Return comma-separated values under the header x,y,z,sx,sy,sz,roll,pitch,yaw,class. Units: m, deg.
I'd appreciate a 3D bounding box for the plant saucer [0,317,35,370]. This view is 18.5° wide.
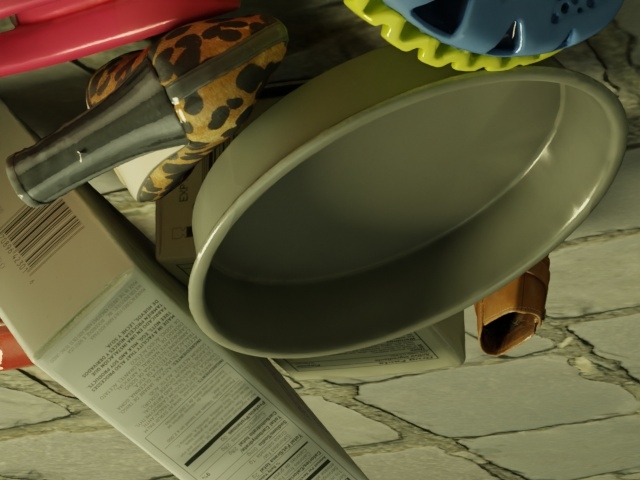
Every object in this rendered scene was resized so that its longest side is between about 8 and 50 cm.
x,y,z,sx,sy,sz,roll,pitch,yaw,class
-0.269,0.073,1.733,0.259,0.047,0.258,-10,170,29,plant saucer

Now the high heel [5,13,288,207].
x,y,z,sx,sy,sz,roll,pitch,yaw,class
-0.065,-0.098,1.223,0.186,0.093,0.261,-28,-174,22,high heel

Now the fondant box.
x,y,z,sx,sy,sz,roll,pitch,yaw,class
-0.128,0.068,1.432,0.096,0.238,0.330,-43,136,-1,fondant box

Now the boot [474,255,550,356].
x,y,z,sx,sy,sz,roll,pitch,yaw,class
0.133,0.015,1.477,0.073,0.152,0.197,1,159,0,boot

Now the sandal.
x,y,z,sx,sy,sz,roll,pitch,yaw,class
0.052,-0.182,1.019,0.317,0.126,0.138,15,151,-36,sandal

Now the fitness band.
x,y,z,sx,sy,sz,roll,pitch,yaw,class
-0.164,-0.139,1.119,0.291,0.054,0.209,-14,178,30,fitness band

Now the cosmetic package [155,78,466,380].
x,y,z,sx,sy,sz,roll,pitch,yaw,class
0.000,0.000,1.479,0.153,0.129,0.296,-7,157,16,cosmetic package

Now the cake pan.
x,y,z,sx,sy,sz,roll,pitch,yaw,class
0.048,-0.029,1.222,0.293,0.054,0.293,-19,152,-11,cake pan
